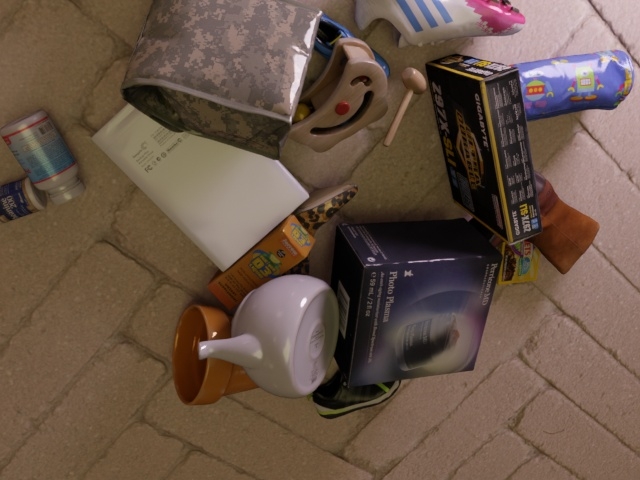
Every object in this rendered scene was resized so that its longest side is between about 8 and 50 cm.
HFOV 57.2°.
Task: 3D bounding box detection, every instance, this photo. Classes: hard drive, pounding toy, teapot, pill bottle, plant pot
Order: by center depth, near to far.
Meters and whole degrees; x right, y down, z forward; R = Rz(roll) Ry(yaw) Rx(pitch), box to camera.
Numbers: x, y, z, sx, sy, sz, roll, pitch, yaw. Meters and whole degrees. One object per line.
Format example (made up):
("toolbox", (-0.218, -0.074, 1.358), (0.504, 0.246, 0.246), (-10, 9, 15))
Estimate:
("pill bottle", (-0.501, -0.149, 1.073), (0.087, 0.087, 0.160), (-24, 115, -1))
("pounding toy", (0.057, -0.255, 1.074), (0.269, 0.155, 0.154), (-30, 143, 12))
("pill bottle", (-0.585, -0.071, 1.098), (0.120, 0.067, 0.067), (-20, 115, -4))
("hard drive", (-0.224, -0.141, 1.131), (0.233, 0.047, 0.353), (-41, 105, 6))
("teapot", (-0.085, 0.175, 1.148), (0.187, 0.252, 0.256), (9, 150, 25))
("plant pot", (-0.194, 0.245, 1.261), (0.188, 0.205, 0.205), (8, 111, -32))

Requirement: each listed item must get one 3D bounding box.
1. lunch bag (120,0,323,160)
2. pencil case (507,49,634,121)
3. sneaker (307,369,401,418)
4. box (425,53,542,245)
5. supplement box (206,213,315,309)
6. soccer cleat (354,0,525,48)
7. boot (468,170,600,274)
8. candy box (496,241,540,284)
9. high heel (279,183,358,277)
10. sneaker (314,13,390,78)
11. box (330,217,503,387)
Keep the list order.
("lunch bag", (-0.169, -0.298, 0.992), (0.287, 0.169, 0.235), (16, 71, -8))
("pencil case", (0.476, -0.308, 1.200), (0.306, 0.119, 0.133), (-11, 85, -7))
("sneaker", (0.083, 0.352, 1.416), (0.234, 0.084, 0.097), (-25, 114, -1))
("box", (0.313, -0.187, 1.142), (0.079, 0.257, 0.322), (-20, 116, -2))
("supplement box", (-0.123, 0.047, 1.196), (0.233, 0.080, 0.078), (-36, 102, 27))
("soccer cleat", (0.220, -0.424, 1.114), (0.331, 0.116, 0.143), (11, 126, -14))
("boot", (0.471, 0.001, 1.338), (0.280, 0.096, 0.264), (31, 94, -30))
("candy box", (0.472, 0.004, 1.385), (0.105, 0.027, 0.206), (-7, 114, -13))
("high heel", (0.000, 0.000, 1.236), (0.261, 0.093, 0.186), (-28, 110, 18))
("sneaker", (0.050, -0.357, 1.110), (0.209, 0.082, 0.069), (28, 102, -23))
("box", (0.183, 0.123, 1.221), (0.294, 0.183, 0.296), (-4, 120, -16))
